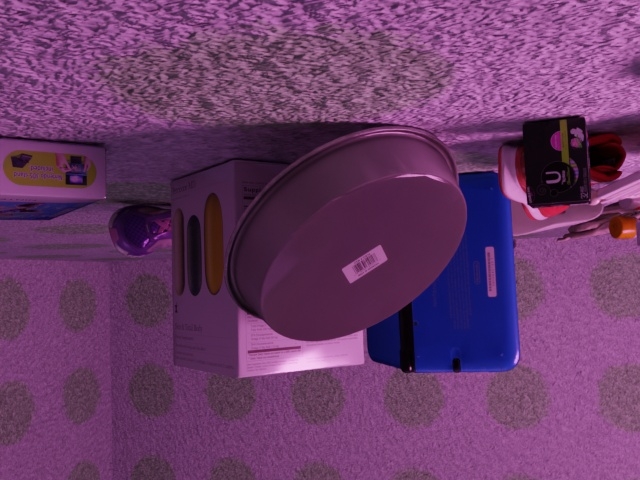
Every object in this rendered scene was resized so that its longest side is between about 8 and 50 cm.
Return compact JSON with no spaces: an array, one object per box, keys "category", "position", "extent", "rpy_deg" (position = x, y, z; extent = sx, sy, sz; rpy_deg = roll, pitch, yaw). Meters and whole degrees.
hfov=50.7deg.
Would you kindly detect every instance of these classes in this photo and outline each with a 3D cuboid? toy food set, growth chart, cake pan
[{"category":"toy food set","position":[0.575,-0.051,1.077],"extent":[0.104,0.111,0.232],"rpy_deg":[-1,174,-12]},{"category":"growth chart","position":[0.410,-0.082,0.761],"extent":[0.237,0.021,0.172],"rpy_deg":[-10,165,-44]},{"category":"cake pan","position":[0.040,0.009,0.745],"extent":[0.293,0.054,0.293],"rpy_deg":[-20,141,-17]}]

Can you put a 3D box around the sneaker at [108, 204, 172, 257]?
[{"category":"sneaker","position":[-0.267,-0.027,1.216],"extent":[0.104,0.095,0.236],"rpy_deg":[-13,176,35]}]

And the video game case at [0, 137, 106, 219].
[{"category":"video game case","position":[-0.397,-0.062,0.747],"extent":[0.244,0.061,0.269],"rpy_deg":[2,175,-34]}]

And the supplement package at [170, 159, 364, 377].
[{"category":"supplement package","position":[-0.078,0.040,0.933],"extent":[0.198,0.263,0.199],"rpy_deg":[1,176,-35]}]

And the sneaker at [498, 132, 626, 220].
[{"category":"sneaker","position":[0.310,-0.073,0.820],"extent":[0.128,0.087,0.221],"rpy_deg":[-3,178,35]}]

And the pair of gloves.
[{"category":"pair of gloves","position":[0.604,-0.047,1.315],"extent":[0.240,0.042,0.204],"rpy_deg":[-19,-176,-29]}]

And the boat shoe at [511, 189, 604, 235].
[{"category":"boat shoe","position":[0.416,-0.049,1.284],"extent":[0.227,0.079,0.081],"rpy_deg":[-7,171,19]}]

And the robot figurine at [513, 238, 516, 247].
[{"category":"robot figurine","position":[0.243,-0.009,1.277],"extent":[0.211,0.085,0.291],"rpy_deg":[23,176,-2]}]

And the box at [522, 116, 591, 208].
[{"category":"box","position":[0.242,-0.078,0.691],"extent":[0.062,0.083,0.052],"rpy_deg":[-4,177,23]}]

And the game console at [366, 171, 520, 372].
[{"category":"game console","position":[0.178,0.053,1.076],"extent":[0.250,0.293,0.173],"rpy_deg":[-3,178,14]}]
